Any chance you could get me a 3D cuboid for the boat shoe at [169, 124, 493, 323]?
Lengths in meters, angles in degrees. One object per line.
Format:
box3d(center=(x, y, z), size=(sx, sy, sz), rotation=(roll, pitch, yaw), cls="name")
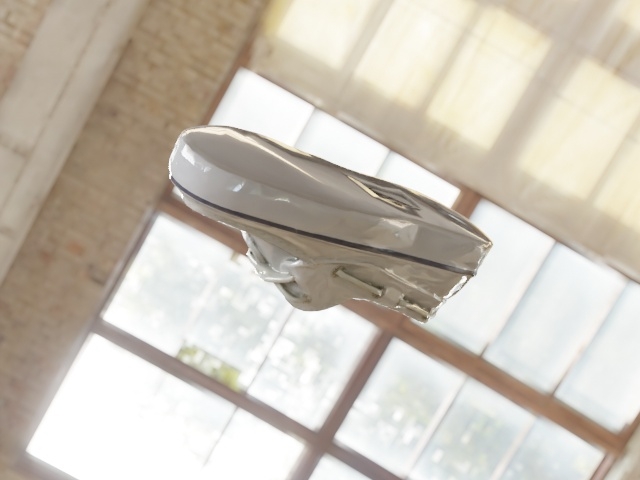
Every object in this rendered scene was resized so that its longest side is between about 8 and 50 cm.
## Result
box3d(center=(0.000, 0.000, 1.038), size=(0.096, 0.088, 0.267), rotation=(40, -164, 35), cls="boat shoe")
